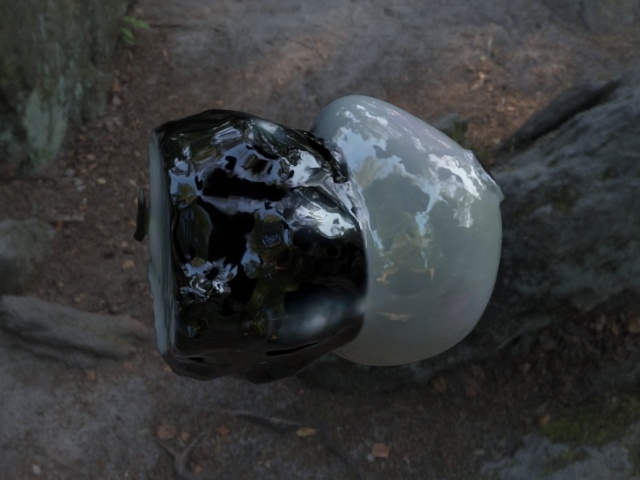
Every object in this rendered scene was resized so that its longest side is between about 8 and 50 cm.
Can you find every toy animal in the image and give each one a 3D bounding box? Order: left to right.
[{"bbox_3d":[-0.003,-0.003,0.593,0.267,0.212,0.212,-5,40,-24],"label":"toy animal"}]
